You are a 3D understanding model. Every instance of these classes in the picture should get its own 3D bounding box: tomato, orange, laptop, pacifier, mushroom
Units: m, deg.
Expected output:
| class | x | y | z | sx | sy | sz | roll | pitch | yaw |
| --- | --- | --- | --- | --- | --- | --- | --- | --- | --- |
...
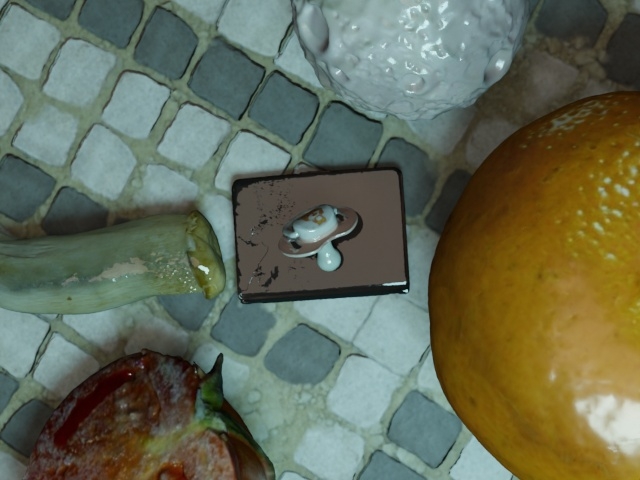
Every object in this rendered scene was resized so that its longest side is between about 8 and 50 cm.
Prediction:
| class | x | y | z | sx | sy | sz | roll | pitch | yaw |
| --- | --- | --- | --- | --- | --- | --- | --- | --- | --- |
| tomato | -0.180 | 0.287 | 1.165 | 0.308 | 0.170 | 0.309 | -17 | 56 | 26 |
| orange | 0.315 | 0.065 | 1.012 | 0.423 | 0.326 | 0.424 | -3 | 77 | 11 |
| laptop | 0.000 | -0.006 | 1.208 | 0.207 | 0.026 | 0.154 | -4 | 88 | 7 |
| pacifier | 0.000 | 0.000 | 1.169 | 0.099 | 0.081 | 0.078 | -32 | 120 | -15 |
| mushroom | -0.285 | 0.029 | 1.217 | 0.351 | 0.095 | 0.123 | -1 | 70 | 7 |

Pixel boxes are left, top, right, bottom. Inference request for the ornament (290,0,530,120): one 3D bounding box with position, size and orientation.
| class | x | y | z | sx | sy | sz | roll | pitch | yaw |
| --- | --- | --- | --- | --- | --- | --- | --- | --- | --- |
| ornament | 0.095 | -0.252 | 1.087 | 0.259 | 0.225 | 0.260 | -6 | 62 | 10 |
